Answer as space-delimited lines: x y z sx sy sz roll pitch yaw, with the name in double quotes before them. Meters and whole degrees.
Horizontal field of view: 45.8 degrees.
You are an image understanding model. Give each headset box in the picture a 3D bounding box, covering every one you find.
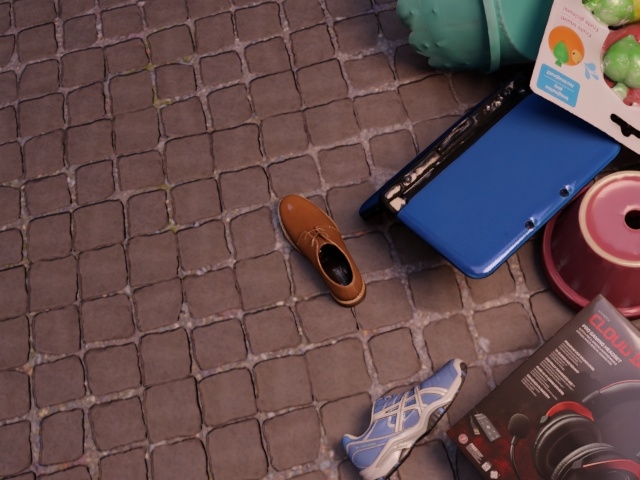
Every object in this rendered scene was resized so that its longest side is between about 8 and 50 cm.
"headset box" 0.342 0.226 0.942 0.293 0.110 0.218 -43 67 6

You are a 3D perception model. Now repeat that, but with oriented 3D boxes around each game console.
"game console" 0.232 -0.086 1.099 0.293 0.250 0.173 -40 91 -11

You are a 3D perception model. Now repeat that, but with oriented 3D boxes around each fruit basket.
"fruit basket" 0.463 -0.283 1.040 0.327 0.165 0.353 26 65 -15

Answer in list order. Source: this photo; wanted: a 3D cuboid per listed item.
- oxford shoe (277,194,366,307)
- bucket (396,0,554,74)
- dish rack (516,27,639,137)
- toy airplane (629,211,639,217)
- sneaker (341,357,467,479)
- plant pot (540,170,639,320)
"oxford shoe" 0.000 0.000 1.150 0.076 0.076 0.212 -35 65 -6
"bucket" 0.266 -0.391 1.150 0.183 0.281 0.281 14 65 48
"dish rack" 0.473 -0.244 1.198 0.272 0.074 0.208 -16 66 -2
"toy airplane" 0.521 -0.029 1.117 0.151 0.028 0.151 -4 71 13
"sneaker" 0.117 0.232 1.026 0.081 0.080 0.211 42 76 18
"plant pot" 0.406 -0.003 1.023 0.201 0.180 0.201 -4 72 12
